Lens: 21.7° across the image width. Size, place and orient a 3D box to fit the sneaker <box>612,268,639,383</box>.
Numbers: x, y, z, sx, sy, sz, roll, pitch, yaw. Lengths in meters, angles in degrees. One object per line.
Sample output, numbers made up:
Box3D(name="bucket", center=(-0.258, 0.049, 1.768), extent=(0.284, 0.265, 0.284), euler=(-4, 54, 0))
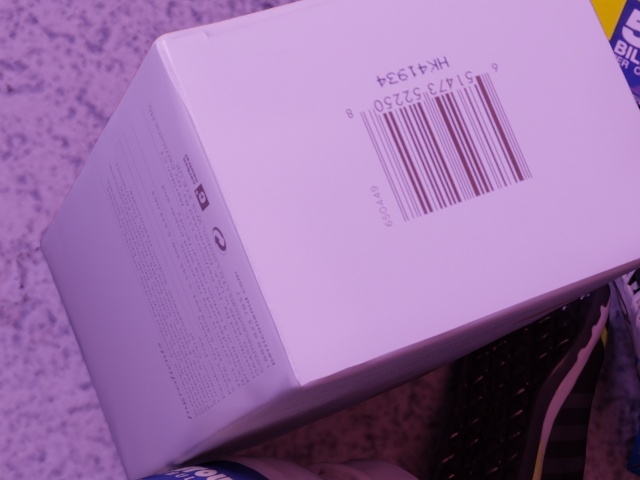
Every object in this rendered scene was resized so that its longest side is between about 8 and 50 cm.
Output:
Box3D(name="sneaker", center=(0.219, 0.030, 1.066), extent=(0.086, 0.085, 0.237), euler=(35, 34, -23))

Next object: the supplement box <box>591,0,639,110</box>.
Box3D(name="supplement box", center=(0.167, -0.234, 1.100), extent=(0.194, 0.195, 0.357), euler=(28, 68, -10))

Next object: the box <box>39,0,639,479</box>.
Box3D(name="box", center=(0.000, 0.000, 0.896), extent=(0.215, 0.345, 0.168), euler=(-19, 81, -23))

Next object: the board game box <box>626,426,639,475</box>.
Box3D(name="board game box", center=(0.400, 0.079, 1.154), extent=(0.308, 0.086, 0.302), euler=(27, 68, -10))

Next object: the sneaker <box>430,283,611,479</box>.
Box3D(name="sneaker", center=(0.130, 0.125, 1.067), extent=(0.097, 0.084, 0.235), euler=(57, 49, -39))

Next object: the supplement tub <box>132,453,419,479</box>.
Box3D(name="supplement tub", center=(-0.089, 0.240, 0.845), extent=(0.324, 0.235, 0.235), euler=(-10, 78, -34))
